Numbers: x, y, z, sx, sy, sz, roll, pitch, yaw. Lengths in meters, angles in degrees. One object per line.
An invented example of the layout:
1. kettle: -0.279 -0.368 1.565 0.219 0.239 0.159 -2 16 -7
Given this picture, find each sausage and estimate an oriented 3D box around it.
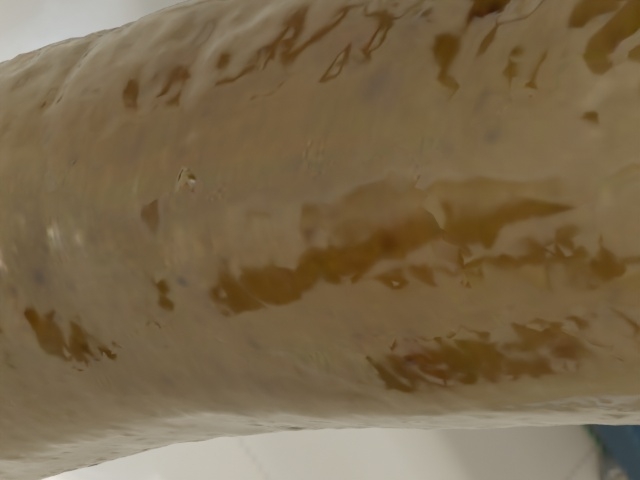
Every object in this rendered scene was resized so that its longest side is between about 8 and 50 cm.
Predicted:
1. sausage: 0.000 -0.003 0.458 0.123 0.501 0.136 -27 103 -51
